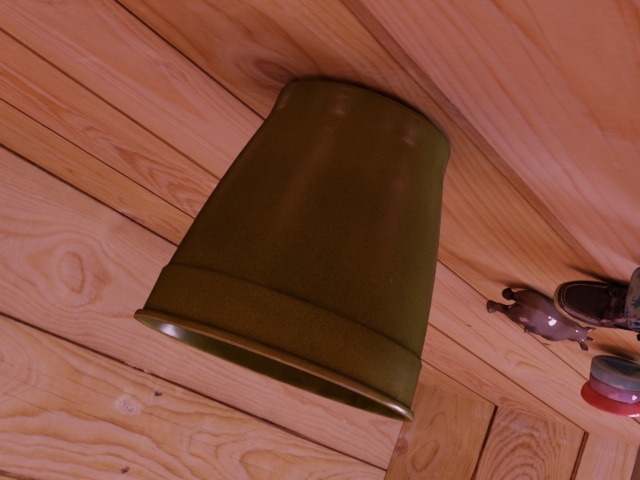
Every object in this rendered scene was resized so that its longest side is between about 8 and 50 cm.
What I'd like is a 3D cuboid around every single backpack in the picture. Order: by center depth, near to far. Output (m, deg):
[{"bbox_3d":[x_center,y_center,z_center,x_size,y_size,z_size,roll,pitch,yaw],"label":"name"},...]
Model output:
[{"bbox_3d":[0.500,0.089,1.474,0.084,0.105,0.114,28,161,-38],"label":"backpack"}]

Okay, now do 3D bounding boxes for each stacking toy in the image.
[{"bbox_3d":[0.731,0.305,2.186,0.309,0.130,0.279,18,-165,24],"label":"stacking toy"}]

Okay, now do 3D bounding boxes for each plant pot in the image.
[{"bbox_3d":[0.000,0.000,1.304,0.366,0.353,0.366,20,169,4],"label":"plant pot"}]

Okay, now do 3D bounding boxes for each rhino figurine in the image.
[{"bbox_3d":[0.438,0.155,1.958,0.243,0.073,0.106,25,170,-29],"label":"rhino figurine"}]

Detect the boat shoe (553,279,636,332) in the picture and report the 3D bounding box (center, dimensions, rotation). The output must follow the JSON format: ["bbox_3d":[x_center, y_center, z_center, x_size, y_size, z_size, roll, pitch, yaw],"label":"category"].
[{"bbox_3d":[0.491,0.107,1.652,0.224,0.080,0.073,16,163,-3],"label":"boat shoe"}]

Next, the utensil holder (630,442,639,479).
[{"bbox_3d":[0.558,0.206,1.214,0.328,0.385,0.327,19,169,4],"label":"utensil holder"}]
